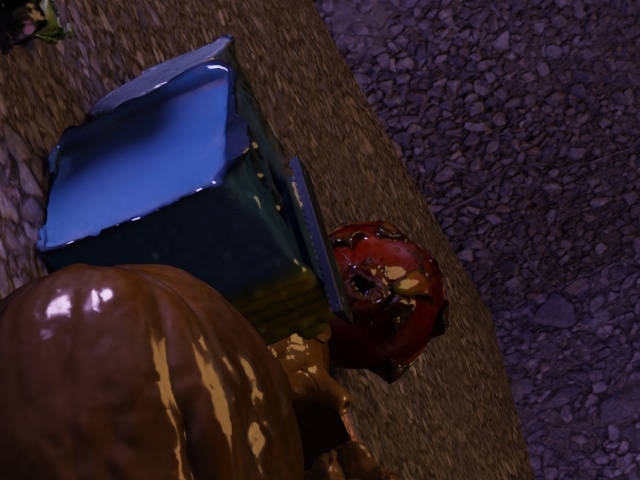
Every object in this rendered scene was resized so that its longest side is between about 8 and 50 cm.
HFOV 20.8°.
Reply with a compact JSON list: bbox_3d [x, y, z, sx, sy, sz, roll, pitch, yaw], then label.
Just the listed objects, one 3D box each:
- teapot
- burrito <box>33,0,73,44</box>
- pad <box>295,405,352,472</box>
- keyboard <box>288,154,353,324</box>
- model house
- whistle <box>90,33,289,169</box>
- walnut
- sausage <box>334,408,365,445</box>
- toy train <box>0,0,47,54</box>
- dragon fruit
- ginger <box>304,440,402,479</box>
[{"bbox_3d":[-0.067,0.087,2.030,0.311,0.167,0.203,55,12,22],"label":"teapot"},{"bbox_3d":[-0.359,-0.331,1.889,0.288,0.054,0.104,62,13,-20],"label":"burrito"},{"bbox_3d":[-0.016,0.317,2.078,0.367,0.007,0.248,-16,83,-65],"label":"pad"},{"bbox_3d":[0.001,0.000,1.799,0.055,0.014,0.176,43,29,-68],"label":"keyboard"},{"bbox_3d":[-0.122,0.010,1.826,0.303,0.237,0.215,60,13,-30],"label":"model house"},{"bbox_3d":[-0.149,-0.148,2.139,0.168,0.188,0.405,63,12,-14],"label":"whistle"},{"bbox_3d":[-0.148,0.171,1.363,0.277,0.252,0.313,15,62,-76],"label":"walnut"},{"bbox_3d":[0.044,0.349,2.276,0.312,0.093,0.093,67,12,3],"label":"sausage"},{"bbox_3d":[-0.324,-0.325,1.731,0.134,0.177,0.261,-50,116,-78],"label":"toy train"},{"bbox_3d":[0.076,0.087,2.620,0.250,0.250,0.315,63,-3,-15],"label":"dragon fruit"},{"bbox_3d":[0.095,0.397,1.895,0.375,0.236,0.166,49,33,0],"label":"ginger"}]
